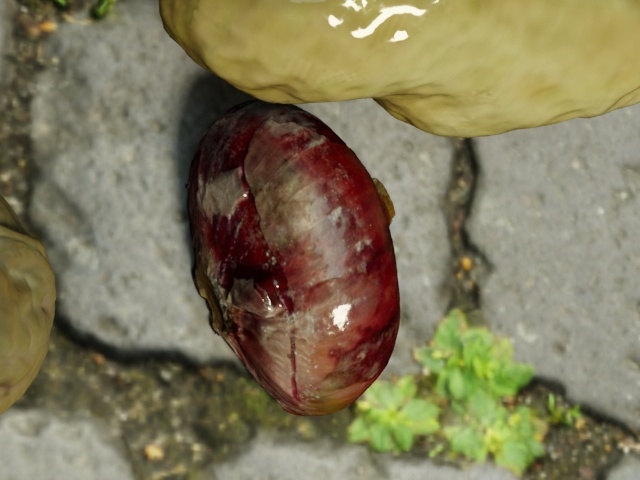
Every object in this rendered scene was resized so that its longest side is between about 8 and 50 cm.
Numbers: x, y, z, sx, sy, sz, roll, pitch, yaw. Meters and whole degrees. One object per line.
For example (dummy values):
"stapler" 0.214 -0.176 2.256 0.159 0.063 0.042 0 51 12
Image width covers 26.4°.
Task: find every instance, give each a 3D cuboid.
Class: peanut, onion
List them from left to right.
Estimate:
"onion" 0.000 0.000 0.864 0.151 0.098 0.206 -25 88 -25
"peanut" 0.075 -0.158 0.879 0.387 0.192 0.170 2 58 -31

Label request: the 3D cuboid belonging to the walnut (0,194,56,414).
"walnut" -0.234 0.029 0.709 0.230 0.178 0.178 8 72 -54
